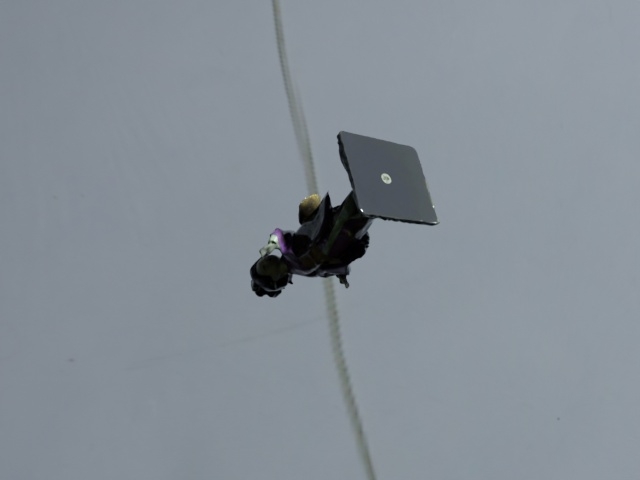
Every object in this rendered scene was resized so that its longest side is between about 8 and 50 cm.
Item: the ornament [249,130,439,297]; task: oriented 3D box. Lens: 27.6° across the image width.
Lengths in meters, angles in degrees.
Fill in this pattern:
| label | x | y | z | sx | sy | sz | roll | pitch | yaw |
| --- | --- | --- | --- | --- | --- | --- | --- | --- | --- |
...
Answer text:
| label | x | y | z | sx | sy | sz | roll | pitch | yaw |
| --- | --- | --- | --- | --- | --- | --- | --- | --- | --- |
| ornament | -0.005 | -0.003 | 1.095 | 0.203 | 0.081 | 0.088 | -36 | 53 | 37 |
